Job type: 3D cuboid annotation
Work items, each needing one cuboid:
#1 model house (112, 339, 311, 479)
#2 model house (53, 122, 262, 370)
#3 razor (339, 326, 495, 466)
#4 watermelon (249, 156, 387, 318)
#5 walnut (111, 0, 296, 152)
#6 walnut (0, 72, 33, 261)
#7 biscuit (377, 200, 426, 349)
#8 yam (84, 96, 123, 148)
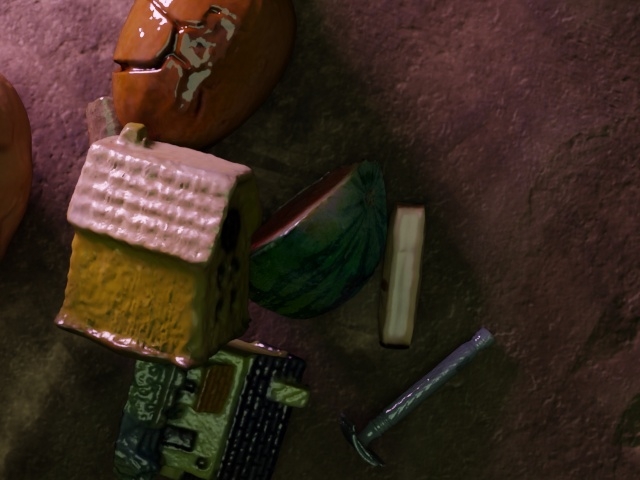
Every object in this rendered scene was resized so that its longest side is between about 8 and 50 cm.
[{"bbox_3d":[-0.131,0.220,1.219,0.211,0.170,0.194,16,93,-1],"label":"model house"},{"bbox_3d":[-0.178,-0.002,1.098,0.193,0.175,0.234,15,115,17],"label":"model house"},{"bbox_3d":[0.129,0.192,1.262,0.232,0.106,0.068,-39,94,-7],"label":"razor"},{"bbox_3d":[0.009,0.017,1.228,0.231,0.128,0.146,-34,106,10],"label":"watermelon"},{"bbox_3d":[-0.149,-0.214,1.169,0.203,0.203,0.298,25,89,-1],"label":"walnut"},{"bbox_3d":[-0.525,-0.072,1.123,0.383,0.383,0.384,0,95,1],"label":"walnut"},{"bbox_3d":[0.105,0.045,1.254,0.052,0.056,0.188,5,94,2],"label":"biscuit"},{"bbox_3d":[-0.250,-0.033,1.252,0.066,0.066,0.300,-9,95,2],"label":"yam"}]
